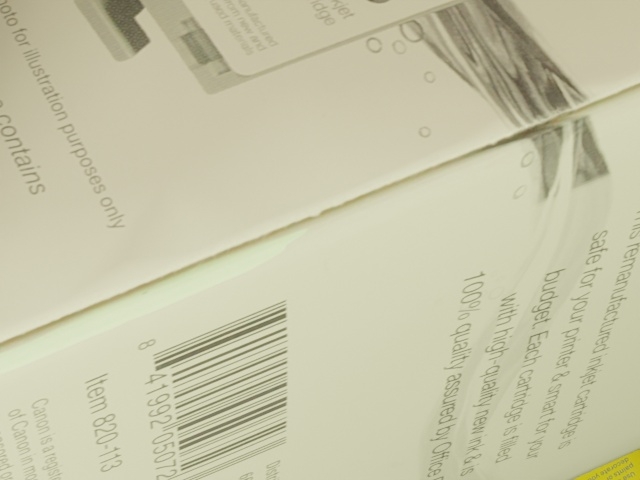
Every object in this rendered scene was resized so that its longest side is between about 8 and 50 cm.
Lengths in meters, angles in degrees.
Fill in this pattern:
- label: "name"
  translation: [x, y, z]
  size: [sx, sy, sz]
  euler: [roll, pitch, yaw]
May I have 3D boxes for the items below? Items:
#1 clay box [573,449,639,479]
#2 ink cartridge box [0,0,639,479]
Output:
- label: "clay box"
  translation: [0.083, 0.140, 0.647]
  size: [0.127, 0.222, 0.053]
  euler: [-30, 152, -1]
- label: "ink cartridge box"
  translation: [0.000, 0.000, 0.452]
  size: [0.283, 0.117, 0.207]
  euler: [-22, 150, -16]
